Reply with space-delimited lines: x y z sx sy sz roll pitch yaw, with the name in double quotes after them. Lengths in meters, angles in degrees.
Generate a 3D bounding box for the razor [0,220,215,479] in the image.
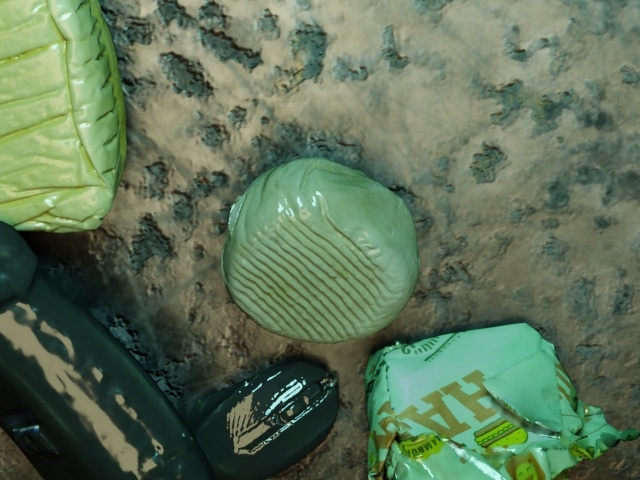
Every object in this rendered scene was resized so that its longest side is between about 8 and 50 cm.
-0.237 0.123 1.026 0.189 0.107 0.327 -17 118 50 "razor"

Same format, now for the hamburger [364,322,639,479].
0.151 0.171 1.023 0.235 0.214 0.125 3 120 -7 "hamburger"

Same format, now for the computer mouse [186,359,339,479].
-0.058 0.175 1.099 0.172 0.057 0.099 -32 98 9 "computer mouse"

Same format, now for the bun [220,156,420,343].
0.000 0.000 1.012 0.167 0.113 0.173 -5 132 7 "bun"

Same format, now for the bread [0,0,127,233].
-0.237 -0.125 0.974 0.140 0.106 0.236 -8 109 2 "bread"
